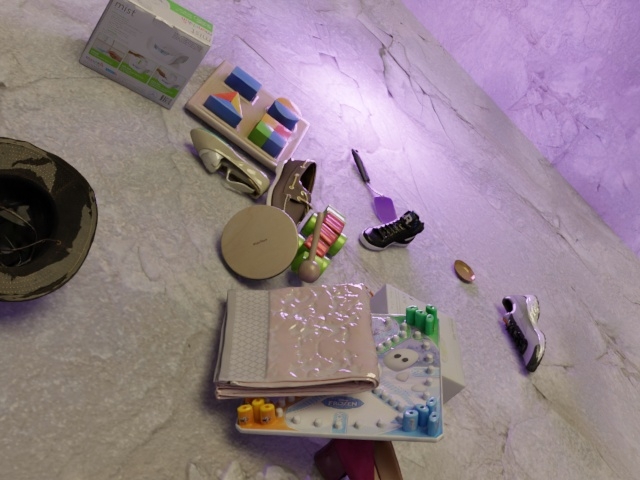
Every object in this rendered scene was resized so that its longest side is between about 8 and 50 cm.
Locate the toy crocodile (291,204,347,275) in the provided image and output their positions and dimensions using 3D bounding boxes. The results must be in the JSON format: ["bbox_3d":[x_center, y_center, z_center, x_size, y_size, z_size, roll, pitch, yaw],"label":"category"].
[{"bbox_3d":[0.000,0.000,2.083,0.115,0.105,0.340,40,33,-3],"label":"toy crocodile"}]

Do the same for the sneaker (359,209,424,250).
[{"bbox_3d":[0.211,-0.039,2.327,0.217,0.121,0.079,-6,55,-48],"label":"sneaker"}]

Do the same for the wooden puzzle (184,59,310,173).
[{"bbox_3d":[-0.188,-0.370,2.335,0.322,0.080,0.348,36,34,-9],"label":"wooden puzzle"}]

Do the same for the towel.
[{"bbox_3d":[-0.048,0.194,1.671,0.317,0.053,0.332,-2,31,0],"label":"towel"}]

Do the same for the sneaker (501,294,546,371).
[{"bbox_3d":[0.593,0.272,2.407,0.108,0.100,0.271,7,45,-7],"label":"sneaker"}]

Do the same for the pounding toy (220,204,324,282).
[{"bbox_3d":[-0.110,0.020,1.934,0.237,0.110,0.183,4,72,5],"label":"pounding toy"}]

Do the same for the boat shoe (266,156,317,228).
[{"bbox_3d":[-0.069,-0.111,2.113,0.324,0.097,0.116,-81,158,-54],"label":"boat shoe"}]

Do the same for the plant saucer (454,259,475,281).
[{"bbox_3d":[0.436,0.096,2.499,0.083,0.015,0.083,27,36,-22],"label":"plant saucer"}]

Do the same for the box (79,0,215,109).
[{"bbox_3d":[-0.441,-0.503,2.091,0.262,0.231,0.127,26,37,-22],"label":"box"}]

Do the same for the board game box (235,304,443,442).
[{"bbox_3d":[0.051,0.249,1.670,0.390,0.050,0.390,1,30,7],"label":"board game box"}]

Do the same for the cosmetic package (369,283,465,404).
[{"bbox_3d":[0.214,0.261,1.979,0.225,0.138,0.224,28,36,-22],"label":"cosmetic package"}]

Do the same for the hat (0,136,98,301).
[{"bbox_3d":[-0.573,-0.018,1.496,0.331,0.134,0.331,13,58,-21],"label":"hat"}]

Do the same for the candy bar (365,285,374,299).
[{"bbox_3d":[0.088,0.156,2.075,0.040,0.018,0.161,48,35,9],"label":"candy bar"}]

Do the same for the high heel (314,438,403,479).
[{"bbox_3d":[0.153,0.512,1.588,0.377,0.181,0.127,47,34,8],"label":"high heel"}]

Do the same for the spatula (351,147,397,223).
[{"bbox_3d":[0.157,-0.170,2.502,0.084,0.030,0.296,2,50,-41],"label":"spatula"}]

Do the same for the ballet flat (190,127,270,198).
[{"bbox_3d":[-0.239,-0.191,2.089,0.248,0.086,0.086,35,34,-12],"label":"ballet flat"}]
